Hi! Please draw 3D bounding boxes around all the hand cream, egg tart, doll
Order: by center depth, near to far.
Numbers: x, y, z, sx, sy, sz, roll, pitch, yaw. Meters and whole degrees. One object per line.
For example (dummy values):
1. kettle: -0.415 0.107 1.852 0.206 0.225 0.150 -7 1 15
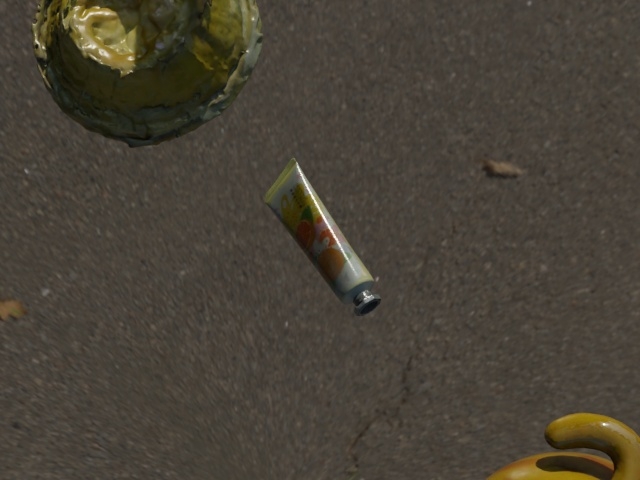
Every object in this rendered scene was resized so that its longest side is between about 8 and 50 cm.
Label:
1. hand cream: 0.000 0.000 0.598 0.022 0.035 0.102 -5 52 -48
2. doll: 0.209 0.256 0.882 0.162 0.270 0.167 -34 72 -2
3. egg tart: -0.226 -0.276 1.330 0.314 0.120 0.315 -1 80 4
